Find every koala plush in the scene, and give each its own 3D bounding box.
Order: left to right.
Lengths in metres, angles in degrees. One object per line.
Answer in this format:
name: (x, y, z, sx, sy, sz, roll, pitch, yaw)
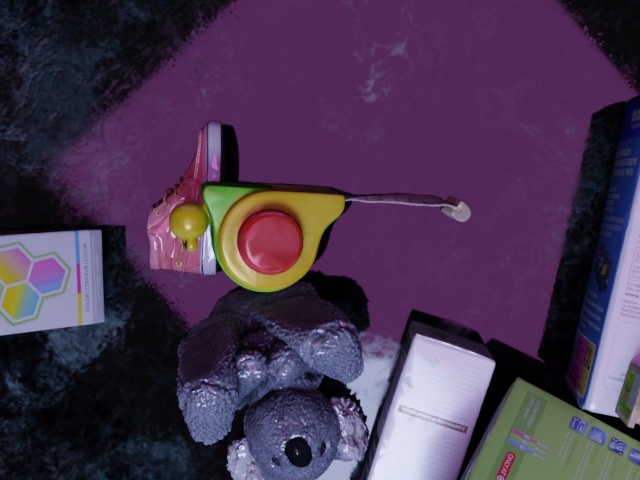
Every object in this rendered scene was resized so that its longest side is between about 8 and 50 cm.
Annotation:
koala plush: (-0.041, 0.176, 0.986, 0.196, 0.203, 0.221, -24, 113, -6)

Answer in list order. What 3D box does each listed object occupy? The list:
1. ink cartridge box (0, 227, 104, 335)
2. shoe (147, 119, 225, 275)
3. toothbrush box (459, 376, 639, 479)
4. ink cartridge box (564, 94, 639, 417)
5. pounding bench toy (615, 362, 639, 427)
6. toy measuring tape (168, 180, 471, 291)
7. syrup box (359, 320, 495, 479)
ink cartridge box: (-0.347, 0.045, 0.980, 0.209, 0.062, 0.109, -4, 95, -35)
shoe: (-0.153, -0.049, 1.014, 0.081, 0.063, 0.178, 4, 99, -1)
toothbrush box: (0.265, 0.302, 0.872, 0.283, 0.122, 0.206, 27, 52, 13)
ink cartridge box: (0.436, 0.001, 0.928, 0.269, 0.151, 0.396, 12, 97, 4)
pounding bench toy: (0.324, 0.156, 0.835, 0.065, 0.083, 0.052, 16, 96, 4)
toy measuring tape: (0.000, 0.000, 0.976, 0.330, 0.121, 0.122, 3, 94, -14)
syrup box: (0.111, 0.221, 0.998, 0.096, 0.093, 0.237, 19, 95, 2)
